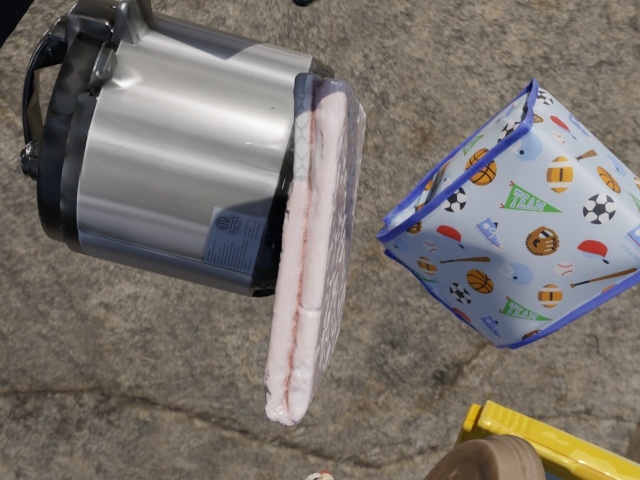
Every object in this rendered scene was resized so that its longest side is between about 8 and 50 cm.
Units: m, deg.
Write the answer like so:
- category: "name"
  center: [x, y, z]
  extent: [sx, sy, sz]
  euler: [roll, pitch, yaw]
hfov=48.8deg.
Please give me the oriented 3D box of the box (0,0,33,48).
- category: "box"
  center: [-0.206, -0.206, 0.260]
  extent: [0.212, 0.395, 0.293]
  euler: [26, 144, -16]

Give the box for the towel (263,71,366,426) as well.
- category: "towel"
  center: [0.000, 0.000, 0.763]
  extent: [0.053, 0.332, 0.317]
  euler: [7, 94, 7]

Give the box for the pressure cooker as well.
- category: "pressure cooker"
  center: [-0.214, -0.135, 1.008]
  extent: [0.420, 0.375, 0.370]
  euler: [14, 87, -4]

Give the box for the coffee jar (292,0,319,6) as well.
- category: "coffee jar"
  center: [0.045, -0.248, 0.497]
  extent: [0.184, 0.079, 0.096]
  euler: [-23, 103, 13]

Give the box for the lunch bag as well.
- category: "lunch bag"
  center: [0.325, -0.018, 1.200]
  extent: [0.328, 0.239, 0.385]
  euler: [41, 126, -5]

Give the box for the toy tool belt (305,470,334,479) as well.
- category: "toy tool belt"
  center: [0.001, 0.290, 0.736]
  extent: [0.052, 0.051, 0.083]
  euler: [13, 106, -23]

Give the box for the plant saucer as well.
- category: "plant saucer"
  center: [0.131, 0.319, 0.723]
  extent: [0.041, 0.278, 0.278]
  euler: [31, 109, -4]

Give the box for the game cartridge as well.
- category: "game cartridge"
  center: [0.322, 0.343, 0.914]
  extent: [0.324, 0.052, 0.285]
  euler: [21, 145, 16]
